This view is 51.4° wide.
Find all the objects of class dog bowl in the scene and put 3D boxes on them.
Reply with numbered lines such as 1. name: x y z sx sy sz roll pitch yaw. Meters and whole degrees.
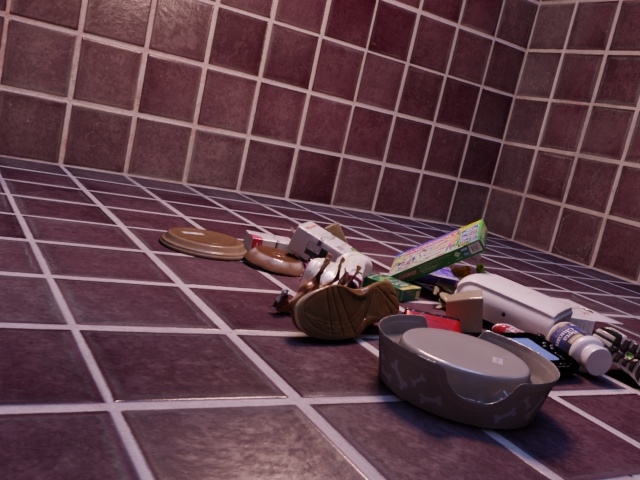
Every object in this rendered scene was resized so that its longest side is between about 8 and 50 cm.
1. dog bowl: 0.271 0.248 1.286 0.348 0.102 0.349 12 10 -2

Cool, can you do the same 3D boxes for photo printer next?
1. photo printer: 0.554 0.186 1.942 0.307 0.107 0.256 25 14 30

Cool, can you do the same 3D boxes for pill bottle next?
1. pill bottle: 0.648 0.272 1.663 0.094 0.094 0.169 11 9 -13

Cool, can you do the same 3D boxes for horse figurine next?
1. horse figurine: 0.005 0.115 1.631 0.066 0.175 0.263 38 12 26

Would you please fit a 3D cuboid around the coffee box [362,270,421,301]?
1. coffee box: 0.203 0.137 2.034 0.184 0.041 0.113 20 12 38

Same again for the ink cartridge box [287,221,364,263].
1. ink cartridge box: 0.017 0.033 2.092 0.208 0.087 0.153 33 14 10

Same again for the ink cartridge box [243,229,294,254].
1. ink cartridge box: -0.167 0.018 2.174 0.150 0.063 0.109 10 10 -21

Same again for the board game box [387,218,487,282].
1. board game box: 0.378 0.041 2.139 0.317 0.046 0.213 -24 12 21

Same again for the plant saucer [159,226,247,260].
1. plant saucer: -0.358 0.007 2.066 0.277 0.041 0.278 12 10 -2

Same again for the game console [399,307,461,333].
1. game console: 0.273 0.227 1.684 0.143 0.085 0.124 12 40 -3

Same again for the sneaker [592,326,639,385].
1. sneaker: 0.820 0.315 1.646 0.162 0.106 0.281 26 11 -37

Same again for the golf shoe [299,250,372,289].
1. golf shoe: 0.072 0.111 1.873 0.140 0.115 0.306 31 24 30

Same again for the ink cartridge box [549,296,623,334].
1. ink cartridge box: 0.786 0.240 2.153 0.238 0.060 0.275 10 9 -21

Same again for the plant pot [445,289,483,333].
1. plant pot: 0.384 0.192 1.784 0.096 0.109 0.109 2 7 12

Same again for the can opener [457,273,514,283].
1. can opener: 0.571 0.167 2.300 0.075 0.095 0.283 8 -3 -21

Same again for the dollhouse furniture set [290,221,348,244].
1. dollhouse furniture set: 0.000 0.000 2.263 0.151 0.144 0.123 -25 14 -4

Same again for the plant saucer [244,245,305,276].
1. plant saucer: -0.132 0.057 2.028 0.198 0.036 0.198 18 10 -3

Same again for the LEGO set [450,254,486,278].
1. LEGO set: 0.491 0.116 2.193 0.087 0.227 0.093 -33 23 -18

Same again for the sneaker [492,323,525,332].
1. sneaker: 0.510 0.253 1.755 0.118 0.042 0.067 18 7 16

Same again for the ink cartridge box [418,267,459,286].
1. ink cartridge box: 0.373 0.118 2.361 0.206 0.045 0.208 12 9 -2

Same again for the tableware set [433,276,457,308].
1. tableware set: 0.401 0.181 2.044 0.128 0.039 0.194 29 17 5

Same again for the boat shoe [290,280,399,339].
1. boat shoe: 0.041 0.162 1.532 0.123 0.123 0.342 -19 -6 40

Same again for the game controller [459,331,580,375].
1. game controller: 0.462 0.265 1.551 0.319 0.067 0.166 5 12 -36
